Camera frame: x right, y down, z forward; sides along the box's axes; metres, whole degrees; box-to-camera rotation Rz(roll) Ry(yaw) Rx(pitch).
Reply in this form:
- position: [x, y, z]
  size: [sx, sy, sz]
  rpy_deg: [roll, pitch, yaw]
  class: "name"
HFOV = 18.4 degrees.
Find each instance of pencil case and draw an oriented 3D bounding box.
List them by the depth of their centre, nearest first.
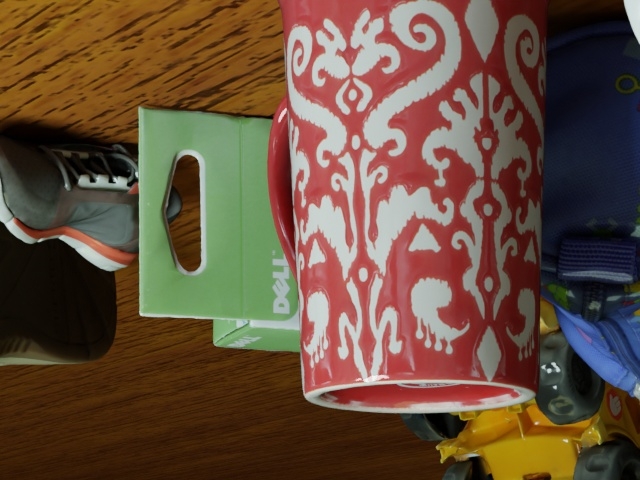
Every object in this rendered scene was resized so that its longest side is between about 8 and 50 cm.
- position: [0.153, -0.001, 0.956]
  size: [0.119, 0.133, 0.306]
  rpy_deg: [0, 167, 14]
  class: "pencil case"

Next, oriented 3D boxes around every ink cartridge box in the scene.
- position: [0.000, 0.000, 1.009]
  size: [0.209, 0.109, 0.062]
  rpy_deg: [5, 165, -21]
  class: "ink cartridge box"

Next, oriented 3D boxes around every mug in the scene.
- position: [0.038, -0.017, 0.799]
  size: [0.113, 0.169, 0.150]
  rpy_deg: [0, 167, -5]
  class: "mug"

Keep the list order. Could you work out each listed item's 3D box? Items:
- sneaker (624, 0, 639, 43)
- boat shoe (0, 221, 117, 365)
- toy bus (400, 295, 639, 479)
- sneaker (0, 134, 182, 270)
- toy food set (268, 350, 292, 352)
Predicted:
- position: [0.240, -0.043, 0.717]
  size: [0.151, 0.094, 0.256]
  rpy_deg: [-16, 136, 43]
  class: "sneaker"
- position: [-0.228, 0.021, 1.070]
  size: [0.110, 0.122, 0.341]
  rpy_deg: [-6, 167, 19]
  class: "boat shoe"
- position: [0.182, 0.120, 1.455]
  size: [0.149, 0.220, 0.211]
  rpy_deg: [-12, -164, 40]
  class: "toy bus"
- position: [-0.124, -0.033, 1.025]
  size: [0.065, 0.061, 0.158]
  rpy_deg: [-33, 158, 15]
  class: "sneaker"
- position: [-0.020, 0.080, 1.558]
  size: [0.078, 0.019, 0.122]
  rpy_deg: [5, 166, -22]
  class: "toy food set"
